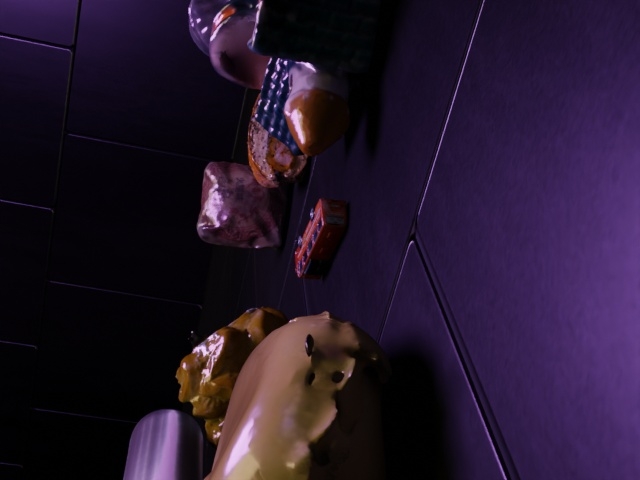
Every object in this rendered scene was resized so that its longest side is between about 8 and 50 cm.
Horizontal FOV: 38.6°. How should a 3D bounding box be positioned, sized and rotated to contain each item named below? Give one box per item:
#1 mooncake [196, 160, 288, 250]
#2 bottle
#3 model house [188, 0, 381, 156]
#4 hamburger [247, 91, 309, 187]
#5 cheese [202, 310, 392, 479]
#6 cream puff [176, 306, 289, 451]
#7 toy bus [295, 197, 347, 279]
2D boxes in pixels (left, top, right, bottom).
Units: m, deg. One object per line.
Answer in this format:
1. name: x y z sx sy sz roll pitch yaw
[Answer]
1. mooncake: -0.112 -0.050 1.324 0.073 0.129 0.125 89 -175 -71
2. bottle: -0.145 0.240 0.857 0.096 0.079 0.254 -48 15 9
3. model house: -0.040 -0.207 0.915 0.271 0.190 0.301 114 162 -48
4. hamburger: -0.062 -0.132 1.251 0.102 0.087 0.176 120 156 -58
5. cheese: -0.029 0.179 0.646 0.316 0.128 0.260 116 163 -52
6. cream puff: -0.069 0.151 0.962 0.121 0.156 0.156 -26 38 22
7. toy bus: 0.000 0.000 0.935 0.110 0.031 0.043 114 156 -53
